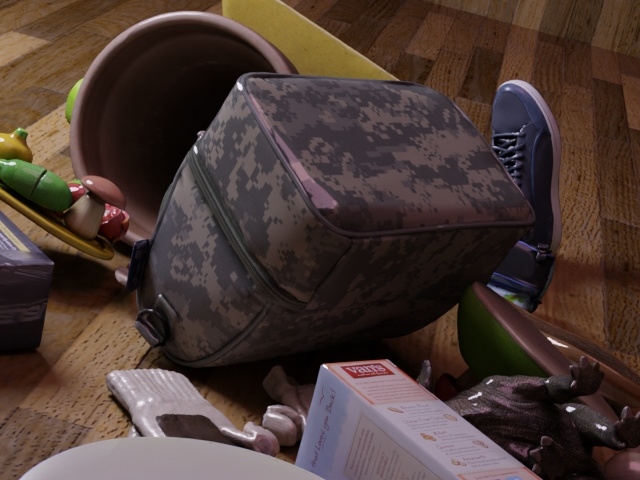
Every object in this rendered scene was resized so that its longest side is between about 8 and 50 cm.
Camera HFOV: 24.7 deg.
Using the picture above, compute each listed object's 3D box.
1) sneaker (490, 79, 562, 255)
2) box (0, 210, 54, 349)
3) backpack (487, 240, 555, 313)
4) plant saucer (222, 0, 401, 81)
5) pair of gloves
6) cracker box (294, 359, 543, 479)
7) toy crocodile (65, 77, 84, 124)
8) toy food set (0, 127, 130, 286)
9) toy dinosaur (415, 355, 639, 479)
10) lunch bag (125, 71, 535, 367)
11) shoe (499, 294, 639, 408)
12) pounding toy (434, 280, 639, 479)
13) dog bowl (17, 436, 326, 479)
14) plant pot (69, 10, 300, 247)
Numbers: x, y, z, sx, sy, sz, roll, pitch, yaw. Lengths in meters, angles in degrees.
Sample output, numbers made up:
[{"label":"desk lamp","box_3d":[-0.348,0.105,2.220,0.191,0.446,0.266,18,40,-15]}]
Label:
[{"label":"sneaker","box_3d":[0.218,-0.076,1.760,0.086,0.226,0.163,-4,7,43]},{"label":"box","box_3d":[-0.466,-0.021,1.310,0.318,0.097,0.395,-3,26,-37]},{"label":"backpack","box_3d":[0.196,0.043,1.587,0.105,0.084,0.114,21,-13,13]},{"label":"plant saucer","box_3d":[0.023,-0.166,1.783,0.332,0.081,0.333,35,-2,12]},{"label":"pair of gloves","box_3d":[-0.041,0.155,1.201,0.240,0.042,0.204,7,21,-23]},{"label":"cracker box","box_3d":[0.070,0.201,0.981,0.067,0.156,0.232,-2,26,-38]},{"label":"toy crocodile","box_3d":[-0.156,-0.141,1.833,0.340,0.105,0.115,4,22,-28]},{"label":"toy food set","box_3d":[-0.247,-0.045,1.438,0.218,0.071,0.128,34,4,-1]},{"label":"toy dinosaur","box_3d":[0.176,0.164,1.159,0.313,0.121,0.160,24,-17,-31]},{"label":"lunch bag","box_3d":[0.000,0.000,1.352,0.305,0.256,0.213,-4,49,-44]},{"label":"shoe","box_3d":[0.233,0.119,1.475,0.219,0.058,0.076,29,13,30]},{"label":"pounding toy","box_3d":[0.185,0.155,1.309,0.237,0.110,0.183,44,9,-2]},{"label":"dog bowl","box_3d":[-0.074,0.228,0.885,0.264,0.104,0.265,12,20,-4]},{"label":"plant pot","box_3d":[-0.114,-0.104,1.615,0.263,0.263,0.229,20,2,15]}]
